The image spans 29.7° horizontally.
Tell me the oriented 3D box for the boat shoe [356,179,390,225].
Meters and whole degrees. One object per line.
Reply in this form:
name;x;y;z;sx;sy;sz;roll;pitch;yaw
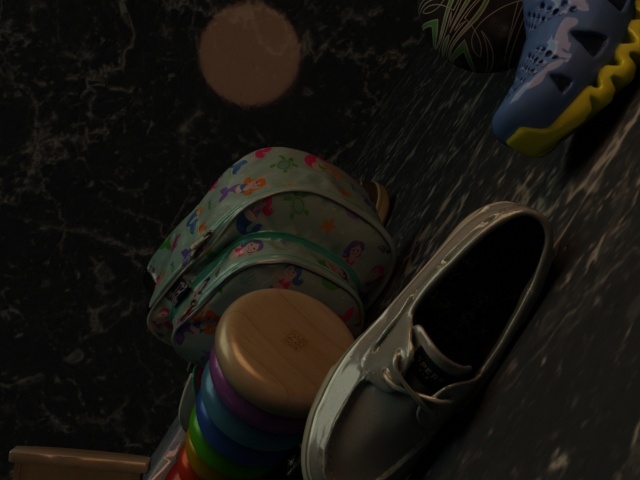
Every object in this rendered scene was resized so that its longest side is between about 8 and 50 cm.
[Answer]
boat shoe;0.000;0.000;1.635;0.123;0.123;0.342;-54;6;38

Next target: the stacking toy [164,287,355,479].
stacking toy;-0.080;0.199;1.221;0.330;0.141;0.141;-63;-1;43

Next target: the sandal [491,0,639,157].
sandal;0.191;-0.199;0.902;0.317;0.138;0.126;-61;8;-28

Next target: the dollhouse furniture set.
dollhouse furniture set;-0.302;0.311;1.312;0.303;0.286;0.198;147;129;-84

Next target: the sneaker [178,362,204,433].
sneaker;-0.139;0.213;1.731;0.295;0.124;0.178;-53;-4;28

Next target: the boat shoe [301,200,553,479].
boat shoe;0.064;0.068;0.738;0.227;0.079;0.081;-54;0;-5

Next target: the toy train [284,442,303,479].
toy train;0.014;0.156;1.014;0.158;0.027;0.036;-55;8;29

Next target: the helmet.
helmet;0.181;-0.258;1.264;0.169;0.169;0.161;-55;-11;27

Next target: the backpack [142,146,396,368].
backpack;-0.047;0.037;1.302;0.253;0.225;0.191;-51;28;15

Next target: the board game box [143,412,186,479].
board game box;-0.239;0.361;2.061;0.319;0.066;0.318;-59;4;-24
